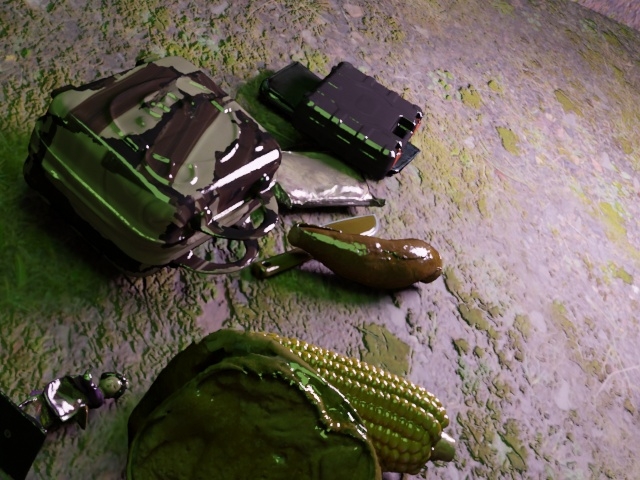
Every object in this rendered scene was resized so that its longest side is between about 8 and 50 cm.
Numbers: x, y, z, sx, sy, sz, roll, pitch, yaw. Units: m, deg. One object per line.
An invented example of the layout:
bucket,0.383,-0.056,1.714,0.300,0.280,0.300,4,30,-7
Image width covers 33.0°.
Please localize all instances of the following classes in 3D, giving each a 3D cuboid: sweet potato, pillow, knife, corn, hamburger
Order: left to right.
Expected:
hamburger,-0.076,0.242,1.171,0.285,0.265,0.134,40,9,7
pillow,-0.015,-0.102,1.866,0.255,0.059,0.169,-1,42,-40
knife,-0.001,-0.001,1.768,0.061,0.027,0.343,40,34,24
corn,0.017,0.209,1.406,0.347,0.130,0.130,24,33,-6
sweet potato,0.078,0.029,1.742,0.286,0.085,0.112,7,23,-26

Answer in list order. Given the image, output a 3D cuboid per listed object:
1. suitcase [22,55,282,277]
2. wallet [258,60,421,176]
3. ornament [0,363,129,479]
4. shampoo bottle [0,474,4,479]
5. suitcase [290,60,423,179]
suitcase,-0.221,-0.087,1.573,0.339,0.194,0.351,42,35,8
wallet,0.037,-0.231,2.091,0.318,0.045,0.172,35,31,7
ornament,-0.292,0.183,1.246,0.088,0.081,0.203,40,34,15
shampoo bottle,-0.400,0.227,1.107,0.080,0.079,0.246,-14,52,-45
suitcase,0.074,-0.229,2.012,0.206,0.066,0.285,32,29,1
